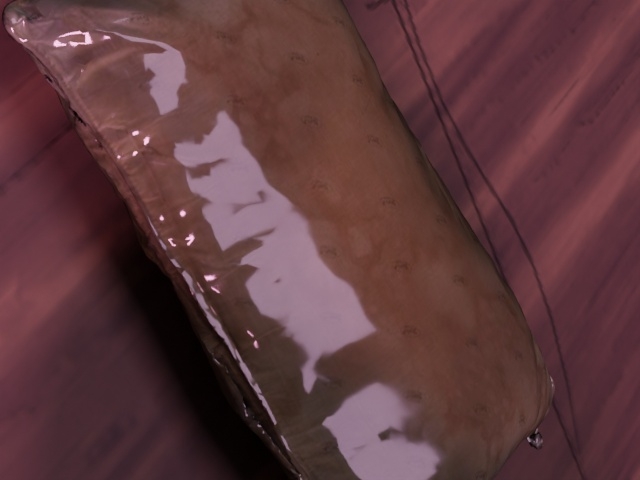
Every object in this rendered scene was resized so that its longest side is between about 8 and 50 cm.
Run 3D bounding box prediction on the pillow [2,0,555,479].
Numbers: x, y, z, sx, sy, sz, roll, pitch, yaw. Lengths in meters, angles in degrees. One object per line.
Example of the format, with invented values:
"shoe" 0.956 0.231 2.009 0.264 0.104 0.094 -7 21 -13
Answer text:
"pillow" 0.000 0.000 0.783 0.185 0.075 0.302 -45 111 -47
